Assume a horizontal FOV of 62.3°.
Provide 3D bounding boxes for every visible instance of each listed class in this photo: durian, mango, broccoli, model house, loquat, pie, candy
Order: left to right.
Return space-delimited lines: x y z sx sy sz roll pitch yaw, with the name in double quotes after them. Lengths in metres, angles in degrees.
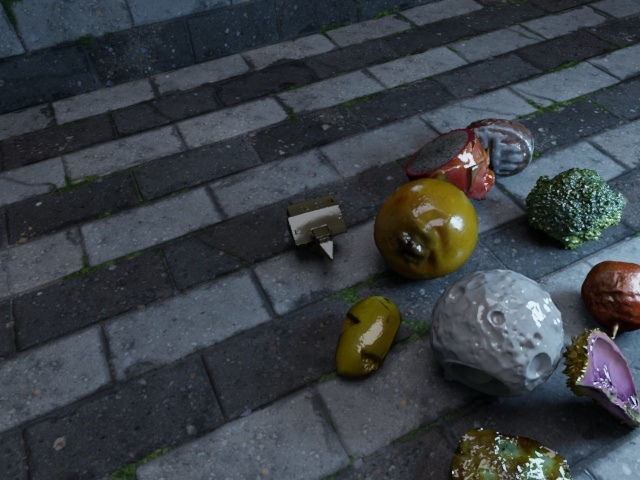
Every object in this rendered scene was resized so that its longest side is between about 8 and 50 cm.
0.000 0.000 1.739 0.180 0.176 0.248 -14 42 -10 "model house"
0.132 0.273 1.505 0.167 0.130 0.262 12 52 23 "mango"
0.328 -0.034 1.662 0.328 0.329 0.329 -2 46 2 "loquat"
0.665 -0.356 2.019 0.289 0.214 0.157 13 42 28 "candy"
0.435 0.596 1.185 0.288 0.103 0.355 -6 50 -3 "pie"
0.826 -0.102 1.750 0.235 0.260 0.288 -39 51 -12 "broccoli"
0.693 0.338 1.321 0.112 0.341 0.191 -30 39 40 "durian"

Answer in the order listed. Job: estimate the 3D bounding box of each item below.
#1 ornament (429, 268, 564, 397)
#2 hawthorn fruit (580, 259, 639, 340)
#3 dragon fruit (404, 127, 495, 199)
0.453 0.229 1.372 0.336 0.337 0.337 -2 46 2 "ornament"
0.850 0.184 1.502 0.207 0.208 0.243 15 58 17 "hawthorn fruit"
0.483 -0.242 1.916 0.305 0.226 0.305 -33 25 17 "dragon fruit"
